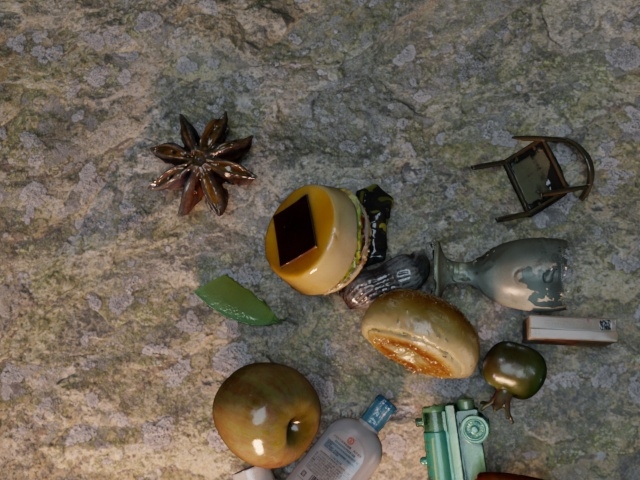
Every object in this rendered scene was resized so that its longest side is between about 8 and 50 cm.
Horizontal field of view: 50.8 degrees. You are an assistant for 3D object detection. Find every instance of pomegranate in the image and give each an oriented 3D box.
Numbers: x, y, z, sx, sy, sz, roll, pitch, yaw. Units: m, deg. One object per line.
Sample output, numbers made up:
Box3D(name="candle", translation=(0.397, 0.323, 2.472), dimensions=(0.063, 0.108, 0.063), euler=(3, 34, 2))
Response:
Box3D(name="pomegranate", translation=(0.465, 0.345, 1.648), dimensions=(0.152, 0.131, 0.191), euler=(17, 72, 18))

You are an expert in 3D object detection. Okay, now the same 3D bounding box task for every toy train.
Box3D(name="toy train", translation=(0.330, 0.541, 1.653), dimensions=(0.194, 0.120, 0.298), euler=(-8, 79, 13))

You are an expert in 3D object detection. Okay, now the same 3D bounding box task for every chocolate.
Box3D(name="chocolate", translation=(0.170, 0.107, 1.757), dimensions=(0.248, 0.110, 0.110), euler=(-22, 78, 8))

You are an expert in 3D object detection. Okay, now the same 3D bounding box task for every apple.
Box3D(name="apple", translation=(-0.138, 0.431, 1.687), dimensions=(0.234, 0.257, 0.256), euler=(8, 81, 42))

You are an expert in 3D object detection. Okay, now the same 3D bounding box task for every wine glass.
Box3D(name="wine glass", translation=(0.451, 0.082, 1.677), dimensions=(0.357, 0.190, 0.190), euler=(2, 81, 14))

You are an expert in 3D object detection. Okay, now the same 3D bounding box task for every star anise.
Box3D(name="star anise", translation=(-0.329, -0.211, 1.891), dimensions=(0.332, 0.117, 0.331), euler=(-2, 72, 5))

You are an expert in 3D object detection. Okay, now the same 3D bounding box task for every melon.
Box3D(name="melon", translation=(-0.215, 0.173, 1.851), dimensions=(0.262, 0.053, 0.114), euler=(24, 67, 9))

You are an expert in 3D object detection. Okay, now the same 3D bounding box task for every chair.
Box3D(name="chair", translation=(0.550, -0.163, 1.720), dimensions=(0.272, 0.166, 0.188), euler=(-11, 74, -36))

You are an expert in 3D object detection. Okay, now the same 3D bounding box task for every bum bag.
Box3D(name="bum bag", translation=(0.136, -0.040, 1.809), dimensions=(0.107, 0.060, 0.232), euler=(8, 82, 12))

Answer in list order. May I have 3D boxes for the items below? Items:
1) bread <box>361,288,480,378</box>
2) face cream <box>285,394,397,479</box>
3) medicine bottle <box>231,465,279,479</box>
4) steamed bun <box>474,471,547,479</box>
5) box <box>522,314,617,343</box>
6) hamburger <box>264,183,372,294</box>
Box3D(name="bread", translation=(0.246, 0.222, 1.636), dimensions=(0.306, 0.305, 0.158), euler=(18, 65, 12))
Box3D(name="face cream", translation=(0.065, 0.533, 1.685), dimensions=(0.163, 0.080, 0.336), euler=(33, 73, 28))
Box3D(name="medicine bottle", translation=(-0.135, 0.688, 1.690), dimensions=(0.147, 0.147, 0.247), euler=(-24, 78, 5))
Box3D(name="steamed bun", translation=(0.504, 0.657, 1.476), dimensions=(0.380, 0.248, 0.234), euler=(25, 85, -26))
Box3D(name="box", translation=(0.604, 0.222, 1.647), dimensions=(0.201, 0.141, 0.058), euler=(3, 76, 9))
Box3D(name="hamburger", translation=(0.000, 0.000, 1.744), dimensions=(0.300, 0.176, 0.300), euler=(-17, 63, 36))
